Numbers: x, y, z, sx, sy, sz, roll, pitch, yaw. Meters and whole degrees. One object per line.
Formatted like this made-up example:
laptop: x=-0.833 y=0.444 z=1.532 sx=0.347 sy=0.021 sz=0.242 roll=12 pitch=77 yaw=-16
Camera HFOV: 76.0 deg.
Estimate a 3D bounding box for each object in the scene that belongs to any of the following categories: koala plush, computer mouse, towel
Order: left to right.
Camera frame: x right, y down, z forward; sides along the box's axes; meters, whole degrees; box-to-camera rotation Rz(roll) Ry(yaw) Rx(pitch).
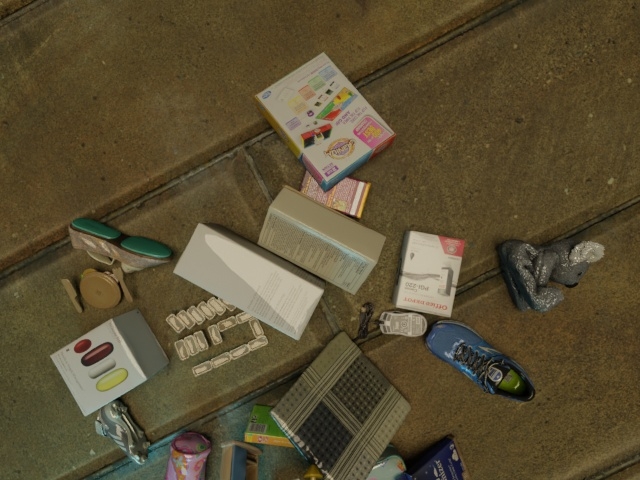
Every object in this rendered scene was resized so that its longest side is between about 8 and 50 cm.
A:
towel: x=0.063 y=0.460 z=1.109 sx=0.312 sy=0.056 sz=0.324 roll=48 pitch=56 yaw=3
computer mouse: x=0.207 y=0.239 z=1.180 sx=0.192 sy=0.042 sz=0.106 roll=4 pitch=86 yaw=7
koala plush: x=0.617 y=0.063 z=1.094 sx=0.221 sy=0.196 sz=0.204 roll=-21 pitch=80 yaw=6

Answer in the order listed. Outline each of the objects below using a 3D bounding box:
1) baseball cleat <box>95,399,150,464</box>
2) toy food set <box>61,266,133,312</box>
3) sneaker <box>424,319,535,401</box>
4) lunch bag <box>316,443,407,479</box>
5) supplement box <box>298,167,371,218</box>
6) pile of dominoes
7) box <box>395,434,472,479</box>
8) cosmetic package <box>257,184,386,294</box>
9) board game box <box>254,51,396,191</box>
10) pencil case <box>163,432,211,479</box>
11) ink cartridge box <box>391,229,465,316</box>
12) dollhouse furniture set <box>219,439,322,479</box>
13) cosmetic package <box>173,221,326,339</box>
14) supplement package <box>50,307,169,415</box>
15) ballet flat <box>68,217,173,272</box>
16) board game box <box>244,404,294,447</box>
baseball cleat: x=-0.585 y=0.571 z=1.205 sx=0.109 sy=0.072 sz=0.206 roll=-30 pitch=85 yaw=16
toy food set: x=-0.642 y=0.140 z=1.201 sx=0.191 sy=0.038 sz=0.133 roll=-11 pitch=110 yaw=9
sneaker: x=0.442 y=0.329 z=1.120 sx=0.329 sy=0.147 sz=0.130 roll=28 pitch=92 yaw=2
lunch bag: x=0.120 y=0.721 z=1.147 sx=0.278 sy=0.108 sz=0.224 roll=-18 pitch=90 yaw=-4
supplement box: x=0.037 y=-0.136 z=1.158 sx=0.188 sy=0.081 sz=0.104 roll=17 pitch=91 yaw=1
pile of dominoes: x=-0.304 y=0.264 z=1.210 sx=0.251 sy=0.040 sz=0.196 roll=-23 pitch=90 yaw=-6
box: x=0.315 y=0.663 z=1.130 sx=0.225 sy=0.036 sz=0.137 roll=-22 pitch=91 yaw=-29
cosmetic package: x=0.000 y=0.000 z=1.112 sx=0.309 sy=0.113 sz=0.160 roll=28 pitch=135 yaw=0
board game box: x=0.011 y=-0.327 z=1.117 sx=0.242 sy=0.064 sz=0.317 roll=-36 pitch=81 yaw=-11
pencil case: x=-0.390 y=0.708 z=1.171 sx=0.124 sy=0.124 sz=0.285 roll=10 pitch=92 yaw=2
ink cartridge box: x=0.298 y=0.091 z=1.149 sx=0.158 sy=0.092 sz=0.218 roll=10 pitch=93 yaw=2
dollhouse furniture set: x=-0.077 y=0.631 z=1.070 sx=0.303 sy=0.286 sz=0.198 roll=-22 pitch=45 yaw=19
cosmetic package: x=-0.177 y=0.098 z=1.113 sx=0.365 sy=0.197 sz=0.155 roll=27 pitch=92 yaw=3
supplement package: x=-0.584 y=0.335 z=1.152 sx=0.203 sy=0.149 sz=0.194 roll=-31 pitch=90 yaw=3
ballet flat: x=-0.574 y=0.030 z=1.184 sx=0.315 sy=0.107 sz=0.106 roll=21 pitch=112 yaw=7
board game box: x=-0.071 y=0.526 z=1.150 sx=0.259 sy=0.124 sz=0.039 roll=4 pitch=103 yaw=2
